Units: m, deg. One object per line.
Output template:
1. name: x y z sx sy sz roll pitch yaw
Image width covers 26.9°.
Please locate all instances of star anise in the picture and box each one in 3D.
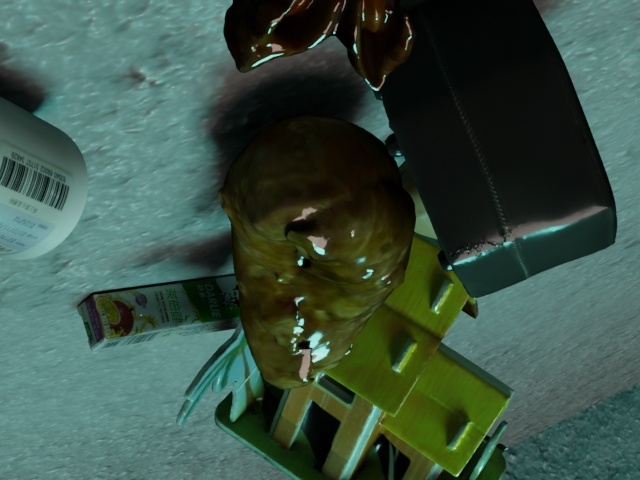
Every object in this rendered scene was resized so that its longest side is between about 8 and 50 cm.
1. star anise: 0.010 -0.190 0.744 0.190 0.126 0.220 -25 133 11

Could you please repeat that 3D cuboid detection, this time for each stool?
1. stool: 0.129 -0.078 1.025 0.141 0.232 0.232 -22 161 9

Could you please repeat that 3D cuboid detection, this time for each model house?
1. model house: 0.054 0.150 1.369 0.340 0.300 0.323 -43 159 -47

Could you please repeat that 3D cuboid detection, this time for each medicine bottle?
1. medicine bottle: -0.239 -0.053 0.875 0.103 0.103 0.186 -25 161 13

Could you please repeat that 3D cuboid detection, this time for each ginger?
1. ginger: 0.000 0.000 1.155 0.165 0.172 0.321 18 148 11

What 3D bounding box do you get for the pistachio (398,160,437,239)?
1. pistachio: 0.152 -0.053 1.268 0.185 0.108 0.126 0 117 -17

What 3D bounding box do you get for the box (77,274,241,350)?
1. box: -0.150 0.074 1.401 0.207 0.050 0.041 -7 162 -35
